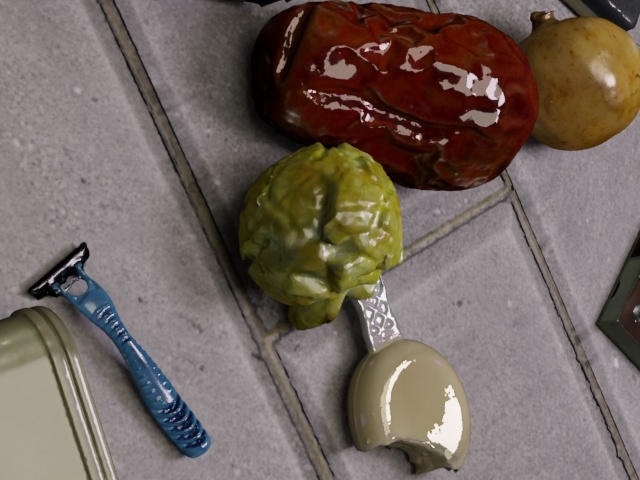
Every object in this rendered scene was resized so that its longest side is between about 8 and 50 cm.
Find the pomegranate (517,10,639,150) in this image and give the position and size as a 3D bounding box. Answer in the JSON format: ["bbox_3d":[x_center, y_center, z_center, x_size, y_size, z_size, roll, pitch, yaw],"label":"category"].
[{"bbox_3d":[0.326,-0.216,1.623,0.196,0.196,0.196,6,79,-34],"label":"pomegranate"}]

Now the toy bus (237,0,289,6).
[{"bbox_3d":[-0.147,-0.358,1.307,0.323,0.194,0.162,4,79,-31],"label":"toy bus"}]

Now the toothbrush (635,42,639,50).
[{"bbox_3d":[0.515,-0.272,1.864,0.167,0.014,0.011,16,82,-32],"label":"toothbrush"}]

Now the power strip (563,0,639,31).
[{"bbox_3d":[0.360,-0.394,1.745,0.257,0.070,0.105,36,66,-23],"label":"power strip"}]

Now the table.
[{"bbox_3d":[0.505,0.056,1.744,0.121,0.111,0.240,43,61,-21],"label":"table"}]

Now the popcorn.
[{"bbox_3d":[0.000,0.000,1.377,0.198,0.198,0.212,-32,127,-34],"label":"popcorn"}]

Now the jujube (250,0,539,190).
[{"bbox_3d":[0.088,-0.176,1.445,0.342,0.216,0.216,10,76,-19],"label":"jujube"}]

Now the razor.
[{"bbox_3d":[-0.195,0.124,1.286,0.082,0.042,0.253,-44,108,-33],"label":"razor"}]

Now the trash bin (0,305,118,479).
[{"bbox_3d":[-0.329,0.209,1.135,0.247,0.121,0.243,-20,93,-32],"label":"trash bin"}]

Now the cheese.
[{"bbox_3d":[0.102,0.153,1.472,0.163,0.071,0.249,3,79,-34],"label":"cheese"}]
